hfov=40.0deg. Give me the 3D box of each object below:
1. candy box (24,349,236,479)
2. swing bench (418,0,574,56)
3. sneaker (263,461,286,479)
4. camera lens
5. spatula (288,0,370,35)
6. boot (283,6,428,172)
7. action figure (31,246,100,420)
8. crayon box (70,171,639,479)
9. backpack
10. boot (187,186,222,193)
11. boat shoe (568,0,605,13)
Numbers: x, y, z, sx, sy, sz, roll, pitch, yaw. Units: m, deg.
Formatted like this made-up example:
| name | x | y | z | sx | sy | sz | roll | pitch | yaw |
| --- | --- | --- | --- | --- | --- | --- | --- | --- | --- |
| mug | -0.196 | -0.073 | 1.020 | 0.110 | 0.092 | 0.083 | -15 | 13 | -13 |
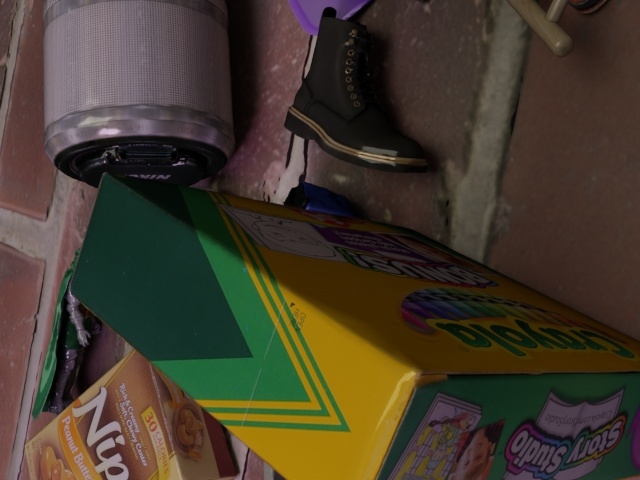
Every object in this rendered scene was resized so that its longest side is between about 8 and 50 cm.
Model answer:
| name | x | y | z | sx | sy | sz | roll | pitch | yaw |
| --- | --- | --- | --- | --- | --- | --- | --- | --- | --- |
| candy box | -0.252 | 0.277 | 1.115 | 0.316 | 0.088 | 0.182 | -40 | 59 | 34 |
| swing bench | 0.078 | -0.295 | 0.724 | 0.255 | 0.253 | 0.165 | 44 | 115 | 53 |
| sneaker | 0.007 | 0.272 | 0.871 | 0.118 | 0.083 | 0.221 | -22 | 69 | 39 |
| camera lens | -0.217 | -0.207 | 1.054 | 0.219 | 0.219 | 0.274 | -15 | 74 | 42 |
| spatula | 0.077 | -0.331 | 0.919 | 0.296 | 0.030 | 0.084 | -43 | 58 | 31 |
| boot | 0.042 | -0.154 | 0.890 | 0.198 | 0.077 | 0.137 | 30 | 110 | 41 |
| action figure | -0.341 | 0.122 | 1.216 | 0.137 | 0.064 | 0.232 | -110 | 30 | -85 |
| crayon box | 0.054 | 0.067 | 0.658 | 0.313 | 0.363 | 0.106 | 28 | 103 | 42 |
| backpack | 0.000 | 0.000 | 0.905 | 0.098 | 0.101 | 0.120 | -64 | 16 | 12 |
| boot | -0.101 | 0.007 | 1.032 | 0.190 | 0.069 | 0.086 | 31 | 123 | 41 |
| boat shoe | 0.239 | -0.263 | 0.747 | 0.049 | 0.043 | 0.137 | 30 | 107 | 40 |
